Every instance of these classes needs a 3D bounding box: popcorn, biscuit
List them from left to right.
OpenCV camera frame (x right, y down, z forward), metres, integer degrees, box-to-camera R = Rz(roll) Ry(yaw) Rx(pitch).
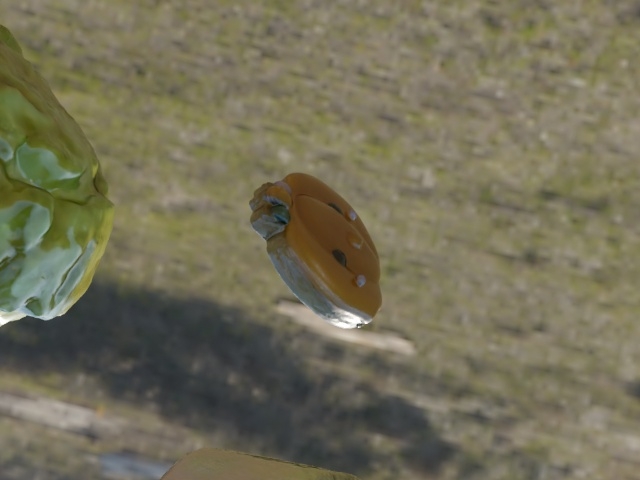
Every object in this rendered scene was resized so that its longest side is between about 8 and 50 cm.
[{"bbox_3d":[-0.221,-0.036,0.953,0.204,0.184,0.221,30,-175,-47],"label":"popcorn"},{"bbox_3d":[0.003,-0.002,1.651,0.050,0.170,0.170,-35,145,23],"label":"biscuit"}]

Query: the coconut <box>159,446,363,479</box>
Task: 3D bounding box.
[{"bbox_3d":[-0.037,0.153,0.804,0.122,0.116,0.116,1,165,30],"label":"coconut"}]
